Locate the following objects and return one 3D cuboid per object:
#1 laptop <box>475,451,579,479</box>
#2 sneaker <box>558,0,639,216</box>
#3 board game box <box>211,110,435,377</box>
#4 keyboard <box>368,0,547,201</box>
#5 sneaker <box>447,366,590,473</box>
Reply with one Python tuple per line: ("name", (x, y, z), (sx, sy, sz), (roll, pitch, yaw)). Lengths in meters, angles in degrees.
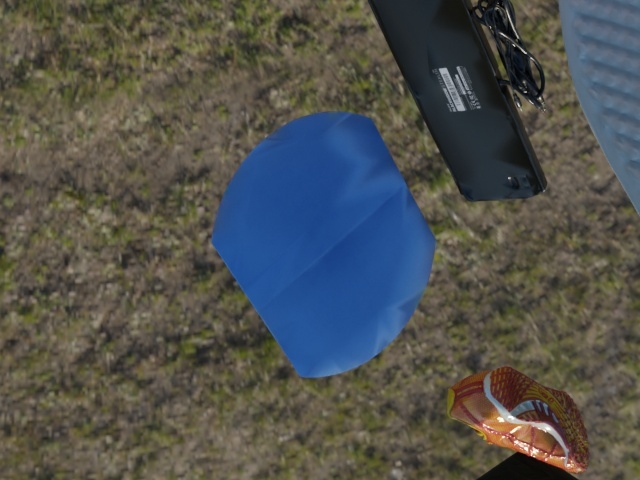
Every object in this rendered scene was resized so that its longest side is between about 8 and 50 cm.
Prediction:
("laptop", (0.212, 0.374, 1.058), (0.264, 0.234, 0.136), (-59, 144, 1))
("sneaker", (0.228, -0.060, 0.541), (0.128, 0.126, 0.321), (-18, 90, -32))
("board game box", (0.000, 0.000, 0.665), (0.133, 0.033, 0.168), (-42, 119, -20))
("keyboard", (0.105, -0.110, 0.687), (0.100, 0.038, 0.192), (1, 131, 43))
("sneaker", (0.174, 0.154, 0.894), (0.067, 0.064, 0.175), (-22, 135, 38))
